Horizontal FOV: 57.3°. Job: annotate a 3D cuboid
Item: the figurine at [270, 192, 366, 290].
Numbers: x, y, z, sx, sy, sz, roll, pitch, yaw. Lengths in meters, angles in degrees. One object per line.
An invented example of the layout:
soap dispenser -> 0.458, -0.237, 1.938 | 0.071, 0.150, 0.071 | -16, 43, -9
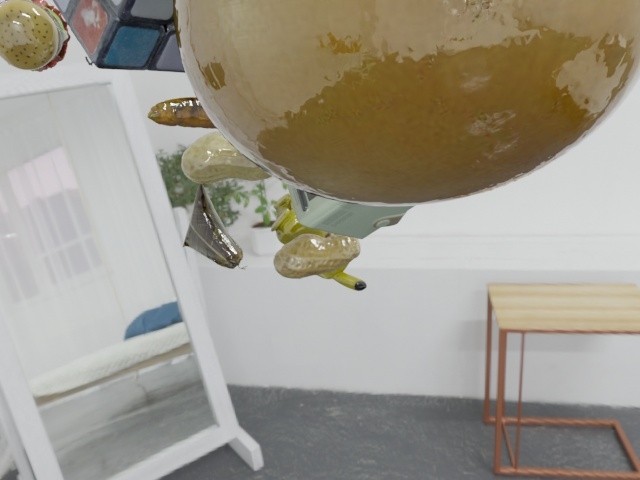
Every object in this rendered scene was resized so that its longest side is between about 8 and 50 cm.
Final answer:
figurine -> -0.005, -0.005, 1.714 | 0.169, 0.327, 0.218 | -25, 33, 20

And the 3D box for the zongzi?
zongzi -> -0.261, -0.031, 1.513 | 0.187, 0.184, 0.084 | 28, 27, 21

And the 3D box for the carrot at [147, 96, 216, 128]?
carrot -> -0.157, -0.225, 1.013 | 0.066, 0.066, 0.314 | 14, 20, 40

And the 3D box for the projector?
projector -> 0.073, -0.109, 1.200 | 0.177, 0.164, 0.242 | -33, -26, 33

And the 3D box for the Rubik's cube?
Rubik's cube -> -0.305, -0.565, 1.125 | 0.362, 0.359, 0.363 | 50, 34, 15

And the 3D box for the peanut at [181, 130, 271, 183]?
peanut -> -0.194, -0.196, 1.357 | 0.256, 0.124, 0.124 | -6, 22, -1

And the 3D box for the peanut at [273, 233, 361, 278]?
peanut -> -0.007, 0.032, 1.457 | 0.225, 0.108, 0.095 | -10, 7, -10

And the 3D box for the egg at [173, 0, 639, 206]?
egg -> 0.052, -0.163, 0.418 | 0.282, 0.283, 0.351 | -24, 28, -37

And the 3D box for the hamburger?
hamburger -> -0.654, -0.461, 1.310 | 0.175, 0.175, 0.137 | -12, 25, -14
